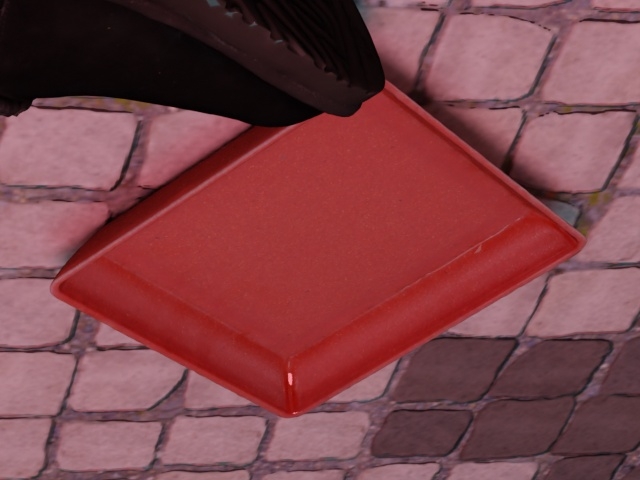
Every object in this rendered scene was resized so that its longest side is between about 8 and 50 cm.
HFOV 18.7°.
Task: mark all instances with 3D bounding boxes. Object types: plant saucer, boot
[{"bbox_3d":[0.000,0.000,1.251,0.259,0.047,0.258,-32,141,23],"label":"plant saucer"},{"bbox_3d":[-0.160,-0.098,0.993,0.260,0.131,0.348,-35,143,30],"label":"boot"}]
